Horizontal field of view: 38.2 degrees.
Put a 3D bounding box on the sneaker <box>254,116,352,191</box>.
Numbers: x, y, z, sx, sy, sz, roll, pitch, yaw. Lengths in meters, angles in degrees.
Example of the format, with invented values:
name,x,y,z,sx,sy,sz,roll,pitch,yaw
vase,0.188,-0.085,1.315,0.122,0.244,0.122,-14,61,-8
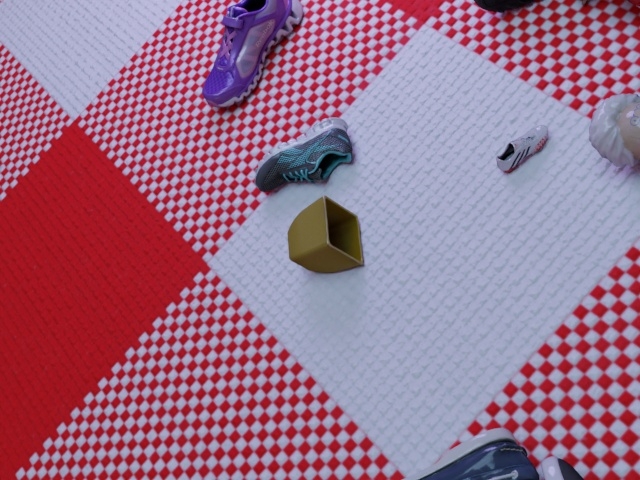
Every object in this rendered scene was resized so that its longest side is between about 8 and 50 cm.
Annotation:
name,x,y,z,sx,sy,sz,roll,pitch,yaw
sneaker,-0.024,-0.114,1.377,0.166,0.065,0.076,-33,56,14

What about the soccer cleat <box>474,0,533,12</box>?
name,x,y,z,sx,sy,sz,roll,pitch,yaw
soccer cleat,0.333,-0.453,1.290,0.318,0.109,0.116,-42,48,28

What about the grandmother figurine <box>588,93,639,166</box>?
name,x,y,z,sx,sy,sz,roll,pitch,yaw
grandmother figurine,0.478,-0.115,1.050,0.342,0.104,0.208,11,50,33

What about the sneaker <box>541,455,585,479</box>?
name,x,y,z,sx,sy,sz,roll,pitch,yaw
sneaker,0.341,0.317,0.900,0.147,0.104,0.295,-34,57,7

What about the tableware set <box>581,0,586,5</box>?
name,x,y,z,sx,sy,sz,roll,pitch,yaw
tableware set,0.422,-0.408,1.257,0.039,0.128,0.194,45,90,-2

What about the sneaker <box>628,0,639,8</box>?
name,x,y,z,sx,sy,sz,roll,pitch,yaw
sneaker,0.476,-0.343,1.142,0.221,0.128,0.087,-13,52,62

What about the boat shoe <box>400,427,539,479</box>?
name,x,y,z,sx,sy,sz,roll,pitch,yaw
boat shoe,0.128,0.311,1.035,0.255,0.095,0.079,-32,41,1

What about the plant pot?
name,x,y,z,sx,sy,sz,roll,pitch,yaw
plant pot,0.000,0.000,1.290,0.083,0.081,0.081,-24,54,30

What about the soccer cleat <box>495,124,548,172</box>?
name,x,y,z,sx,sy,sz,roll,pitch,yaw
soccer cleat,0.266,-0.125,1.223,0.083,0.035,0.029,-41,51,5

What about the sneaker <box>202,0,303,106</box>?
name,x,y,z,sx,sy,sz,roll,pitch,yaw
sneaker,-0.132,-0.334,1.534,0.095,0.104,0.236,28,82,37
